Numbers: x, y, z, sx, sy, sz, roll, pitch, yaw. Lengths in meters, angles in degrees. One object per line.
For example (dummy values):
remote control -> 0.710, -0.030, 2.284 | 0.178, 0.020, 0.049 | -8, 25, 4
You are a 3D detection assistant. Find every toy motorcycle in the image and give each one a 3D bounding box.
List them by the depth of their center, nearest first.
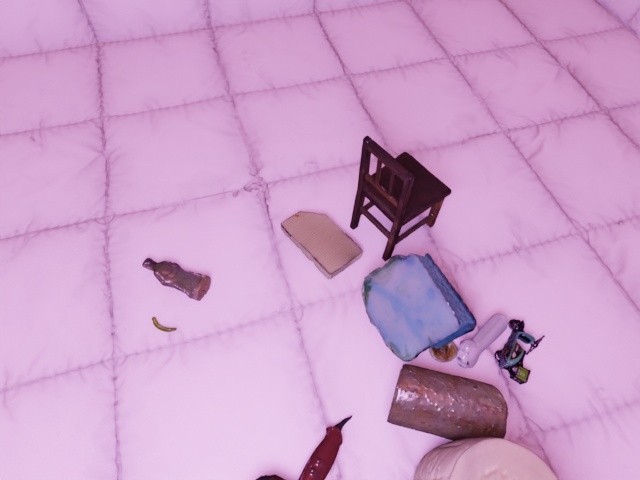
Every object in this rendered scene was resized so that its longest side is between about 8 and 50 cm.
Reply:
toy motorcycle -> 0.559, 0.305, 1.178 | 0.100, 0.058, 0.173 | 31, 63, 8

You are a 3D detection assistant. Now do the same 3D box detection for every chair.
chair -> 0.246, -0.159, 1.239 | 0.240, 0.416, 0.203 | -33, 65, -20

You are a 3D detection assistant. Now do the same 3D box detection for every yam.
yam -> 0.305, 0.410, 1.044 | 0.268, 0.161, 0.161 | 12, 59, 4

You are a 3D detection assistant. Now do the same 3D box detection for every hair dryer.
hair dryer -> 0.020, 0.583, 0.980 | 0.312, 0.123, 0.340 | 38, 53, 7

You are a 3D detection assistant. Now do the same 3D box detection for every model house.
model house -> 0.294, 0.176, 1.197 | 0.241, 0.226, 0.261 | 1, 51, -47

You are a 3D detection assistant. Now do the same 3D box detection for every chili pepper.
chili pepper -> -0.454, 0.244, 1.200 | 0.083, 0.017, 0.030 | 27, 60, 15

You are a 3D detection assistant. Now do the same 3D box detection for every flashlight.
flashlight -> 0.453, 0.276, 1.173 | 0.200, 0.093, 0.047 | -37, 36, -20

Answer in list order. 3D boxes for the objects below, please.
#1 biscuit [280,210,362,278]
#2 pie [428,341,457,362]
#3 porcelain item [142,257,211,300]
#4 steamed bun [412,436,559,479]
biscuit -> 0.000, 0.000, 1.347 | 0.150, 0.052, 0.252 | -35, 67, -25
pie -> 0.350, 0.308, 1.190 | 0.085, 0.017, 0.085 | 1, 59, -2
porcelain item -> -0.442, 0.108, 1.253 | 0.215, 0.069, 0.081 | 21, 64, 9
steamed bun -> 0.322, 0.630, 0.787 | 0.289, 0.371, 0.456 | 18, 63, 7
